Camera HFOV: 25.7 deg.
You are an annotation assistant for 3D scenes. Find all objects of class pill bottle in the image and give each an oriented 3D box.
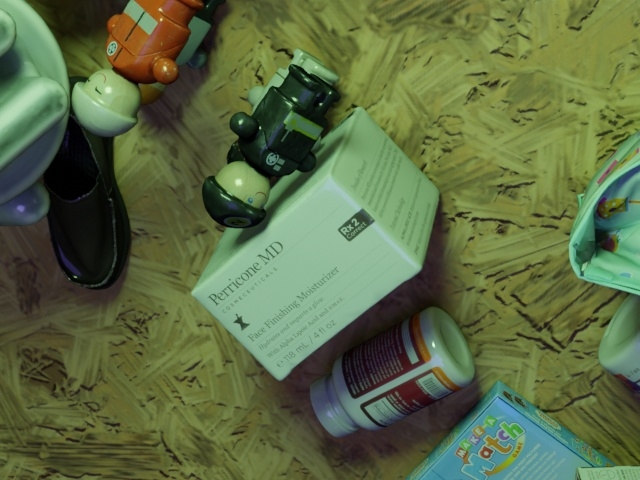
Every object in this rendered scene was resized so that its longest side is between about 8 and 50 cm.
[{"bbox_3d":[0.068,0.134,1.380,0.152,0.086,0.086,-29,105,21],"label":"pill bottle"},{"bbox_3d":[0.366,0.124,1.305,0.193,0.108,0.108,34,116,-5],"label":"pill bottle"}]

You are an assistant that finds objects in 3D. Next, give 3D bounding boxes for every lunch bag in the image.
[{"bbox_3d":[0.334,-0.045,1.171,0.262,0.223,0.160,-23,100,20],"label":"lunch bag"}]

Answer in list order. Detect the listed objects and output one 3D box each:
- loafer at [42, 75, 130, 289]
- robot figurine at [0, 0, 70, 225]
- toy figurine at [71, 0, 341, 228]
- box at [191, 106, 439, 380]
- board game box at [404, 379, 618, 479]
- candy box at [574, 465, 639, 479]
[{"bbox_3d":[-0.240,-0.046,1.364,0.080,0.078,0.220,0,114,11],"label":"loafer"},{"bbox_3d":[-0.350,-0.128,1.235,0.353,0.200,0.300,11,137,56],"label":"robot figurine"},{"bbox_3d":[-0.096,-0.125,1.226,0.213,0.209,0.148,33,102,-7],"label":"toy figurine"},{"bbox_3d":[0.000,0.000,1.280,0.181,0.182,0.119,-40,102,24],"label":"box"},{"bbox_3d":[0.215,0.262,1.435,0.211,0.039,0.160,36,115,-7],"label":"board game box"},{"bbox_3d":[0.362,0.299,1.372,0.233,0.071,0.159,0,120,-2],"label":"candy box"}]
